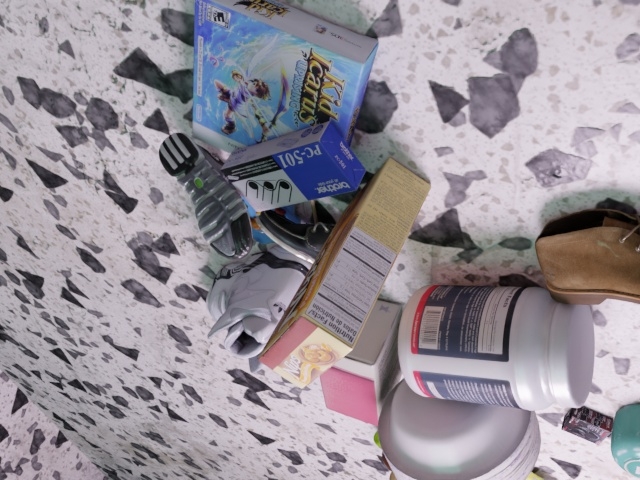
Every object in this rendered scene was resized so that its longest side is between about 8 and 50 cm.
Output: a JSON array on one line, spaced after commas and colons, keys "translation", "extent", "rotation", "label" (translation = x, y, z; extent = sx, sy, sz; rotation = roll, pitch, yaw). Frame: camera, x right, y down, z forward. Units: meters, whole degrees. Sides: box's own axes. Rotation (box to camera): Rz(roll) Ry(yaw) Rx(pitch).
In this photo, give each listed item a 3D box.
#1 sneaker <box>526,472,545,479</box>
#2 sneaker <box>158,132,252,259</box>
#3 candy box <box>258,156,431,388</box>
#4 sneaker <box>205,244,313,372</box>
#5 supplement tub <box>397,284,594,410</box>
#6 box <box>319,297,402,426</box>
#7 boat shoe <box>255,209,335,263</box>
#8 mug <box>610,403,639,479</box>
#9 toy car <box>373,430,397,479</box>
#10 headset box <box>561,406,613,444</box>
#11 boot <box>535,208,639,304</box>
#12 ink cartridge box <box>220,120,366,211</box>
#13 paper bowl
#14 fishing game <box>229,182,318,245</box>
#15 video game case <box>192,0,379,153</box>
[{"translation": [0.447, 0.578, 1.602], "extent": [0.094, 0.081, 0.208], "rotation": [39, 137, -2], "label": "sneaker"}, {"translation": [-0.164, -0.075, 1.138], "extent": [0.086, 0.132, 0.229], "rotation": [-32, 85, 12], "label": "sneaker"}, {"translation": [0.038, 0.045, 1.020], "extent": [0.087, 0.317, 0.183], "rotation": [33, 144, -4], "label": "candy box"}, {"translation": [-0.157, 0.147, 1.364], "extent": [0.137, 0.210, 0.365], "rotation": [42, 142, -17], "label": "sneaker"}, {"translation": [0.280, 0.168, 1.112], "extent": [0.272, 0.191, 0.191], "rotation": [-1, 135, 35], "label": "supplement tub"}, {"translation": [0.081, 0.233, 1.361], "extent": [0.126, 0.149, 0.232], "rotation": [14, 141, 21], "label": "box"}, {"translation": [0.000, 0.000, 1.191], "extent": [0.233, 0.084, 0.079], "rotation": [28, 107, -6], "label": "boat shoe"}, {"translation": [0.591, 0.361, 1.216], "extent": [0.129, 0.097, 0.158], "rotation": [36, 144, -9], "label": "mug"}, {"translation": [0.194, 0.569, 1.656], "extent": [0.148, 0.188, 0.155], "rotation": [-14, 126, 43], "label": "toy car"}, {"translation": [0.510, 0.351, 1.314], "extent": [0.083, 0.032, 0.062], "rotation": [23, 144, 11], "label": "headset box"}, {"translation": [0.428, 0.015, 0.911], "extent": [0.305, 0.112, 0.115], "rotation": [-9, 119, 43], "label": "boot"}, {"translation": [-0.044, -0.104, 1.021], "extent": [0.207, 0.046, 0.097], "rotation": [-9, 132, 41], "label": "ink cartridge box"}, {"translation": [0.240, 0.324, 1.249], "extent": [0.284, 0.284, 0.148], "rotation": [-1, 131, 34], "label": "paper bowl"}, {"translation": [-0.124, -0.055, 1.246], "extent": [0.263, 0.041, 0.189], "rotation": [15, 139, 18], "label": "fishing game"}, {"translation": [-0.064, -0.211, 0.999], "extent": [0.244, 0.061, 0.270], "rotation": [23, 143, 6], "label": "video game case"}]
